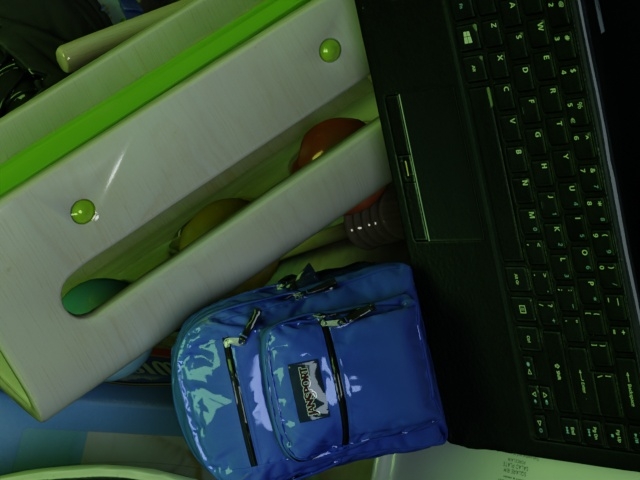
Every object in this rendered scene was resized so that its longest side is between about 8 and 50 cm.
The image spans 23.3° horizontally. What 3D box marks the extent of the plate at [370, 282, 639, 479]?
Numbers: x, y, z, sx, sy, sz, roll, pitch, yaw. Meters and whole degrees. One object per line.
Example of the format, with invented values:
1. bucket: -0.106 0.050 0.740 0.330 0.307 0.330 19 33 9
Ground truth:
1. plate: 0.095 0.160 0.728 0.277 0.045 0.278 7 88 56

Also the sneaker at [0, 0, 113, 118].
1. sneaker: -0.171 -0.088 0.988 0.286 0.130 0.109 38 112 14

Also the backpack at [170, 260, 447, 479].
1. backpack: -0.009 0.061 0.717 0.101 0.120 0.098 138 119 -82

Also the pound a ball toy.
1. pound a ball toy: -0.065 -0.050 0.834 0.208 0.319 0.135 21 142 58

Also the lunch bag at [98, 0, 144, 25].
1. lunch bag: -0.167 -0.129 1.121 0.129 0.096 0.151 61 140 42

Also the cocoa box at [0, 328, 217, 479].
1. cocoa box: -0.198 0.212 0.964 0.228 0.231 0.347 31 107 51

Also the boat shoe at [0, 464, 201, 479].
1. boat shoe: -0.049 0.209 0.648 0.500 0.156 0.186 8 96 32

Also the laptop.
1. laptop: 0.066 -0.002 0.585 0.264 0.137 0.234 -1 103 55

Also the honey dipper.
1. honey dipper: 0.000 0.000 0.913 0.161 0.030 0.030 -19 67 53
